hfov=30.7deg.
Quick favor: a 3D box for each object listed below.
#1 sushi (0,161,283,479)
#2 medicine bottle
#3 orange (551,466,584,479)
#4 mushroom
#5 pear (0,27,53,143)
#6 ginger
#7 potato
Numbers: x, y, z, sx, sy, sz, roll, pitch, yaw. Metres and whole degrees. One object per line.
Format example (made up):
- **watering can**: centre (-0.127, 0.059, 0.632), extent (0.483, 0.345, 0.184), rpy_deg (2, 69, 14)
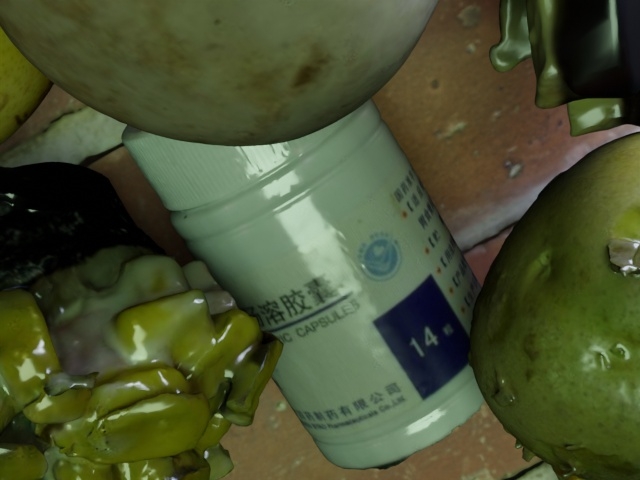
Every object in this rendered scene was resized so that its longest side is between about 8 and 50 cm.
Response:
- **sushi**: centre (-0.212, 0.130, 0.855), extent (0.285, 0.328, 0.328), rpy_deg (35, 115, 21)
- **medicine bottle**: centre (0.000, 0.000, 0.948), extent (0.190, 0.190, 0.332), rpy_deg (-31, 104, 4)
- **orange**: centre (0.286, 0.200, 1.056), extent (0.160, 0.112, 0.169), rpy_deg (30, 117, 23)
- **mushroom**: centre (-0.059, -0.214, 0.715), extent (0.298, 0.297, 0.290), rpy_deg (24, 66, -9)
- **pear**: centre (-0.308, -0.182, 0.845), extent (0.281, 0.280, 0.280), rpy_deg (-1, 104, -4)
- **ginger**: centre (0.142, -0.273, 0.845), extent (0.211, 0.358, 0.413), rpy_deg (-2, 79, 27)
- **potato**: centre (0.260, 0.032, 0.888), extent (0.219, 0.359, 0.269), rpy_deg (44, 119, 11)
